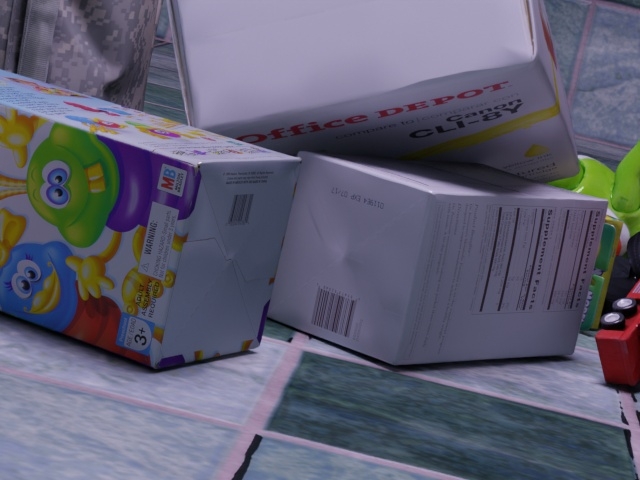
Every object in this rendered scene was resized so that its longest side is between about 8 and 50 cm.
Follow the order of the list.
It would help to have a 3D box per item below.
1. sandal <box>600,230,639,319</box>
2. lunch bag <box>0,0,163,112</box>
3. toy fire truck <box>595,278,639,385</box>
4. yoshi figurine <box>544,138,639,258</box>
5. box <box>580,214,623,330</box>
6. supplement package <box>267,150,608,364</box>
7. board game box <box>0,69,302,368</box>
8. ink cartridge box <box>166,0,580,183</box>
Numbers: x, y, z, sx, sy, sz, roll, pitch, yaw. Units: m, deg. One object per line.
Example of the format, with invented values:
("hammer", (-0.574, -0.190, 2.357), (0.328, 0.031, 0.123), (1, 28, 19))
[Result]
("sandal", (0.355, 0.055, 1.728), (0.167, 0.107, 0.446), (9, 11, -19))
("lunch bag", (-0.247, -0.188, 1.756), (0.212, 0.305, 0.256), (11, 9, -9))
("toy fire truck", (0.291, 0.074, 1.537), (0.135, 0.047, 0.192), (2, 30, 34))
("yoshi figurine", (0.320, -0.048, 2.049), (0.362, 0.203, 0.203), (18, 4, 13))
("box", (0.210, 0.012, 1.794), (0.043, 0.105, 0.179), (6, 12, -31))
("supplement package", (0.096, 0.013, 1.545), (0.139, 0.134, 0.244), (19, 11, 39))
("board game box", (-0.177, -0.023, 1.373), (0.275, 0.142, 0.144), (18, 11, 26))
("ink cartridge box", (0.054, -0.139, 1.649), (0.279, 0.160, 0.385), (-12, -14, 10))
